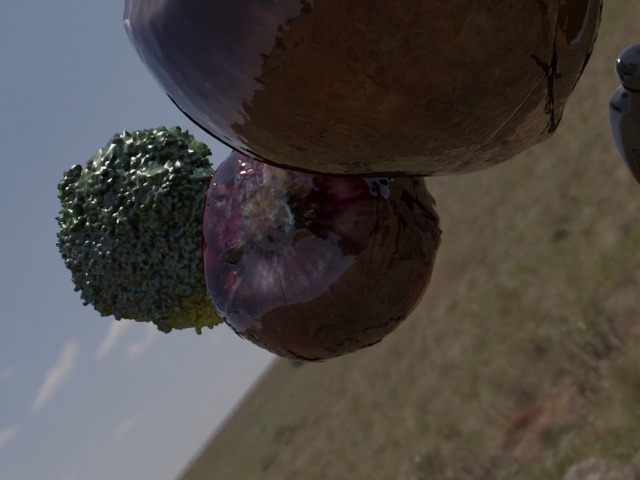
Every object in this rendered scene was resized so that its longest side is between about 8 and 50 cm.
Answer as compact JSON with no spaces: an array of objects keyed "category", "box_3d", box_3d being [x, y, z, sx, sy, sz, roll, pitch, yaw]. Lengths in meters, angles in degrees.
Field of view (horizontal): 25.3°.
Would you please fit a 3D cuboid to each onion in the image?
[{"category":"onion","box_3d":[0.000,0.000,1.440,0.252,0.252,0.219,-51,-20,10]}]

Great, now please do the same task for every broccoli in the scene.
[{"category":"broccoli","box_3d":[-0.189,-0.006,1.721,0.235,0.288,0.260,-63,-30,-11]}]

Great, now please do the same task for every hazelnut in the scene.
[{"category":"hazelnut","box_3d":[0.040,-0.211,1.062,0.359,0.359,0.409,-51,22,2]}]

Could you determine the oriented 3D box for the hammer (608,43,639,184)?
[{"category":"hammer","box_3d":[0.414,-0.003,1.143,0.044,0.440,0.168,-44,-31,-15]}]
